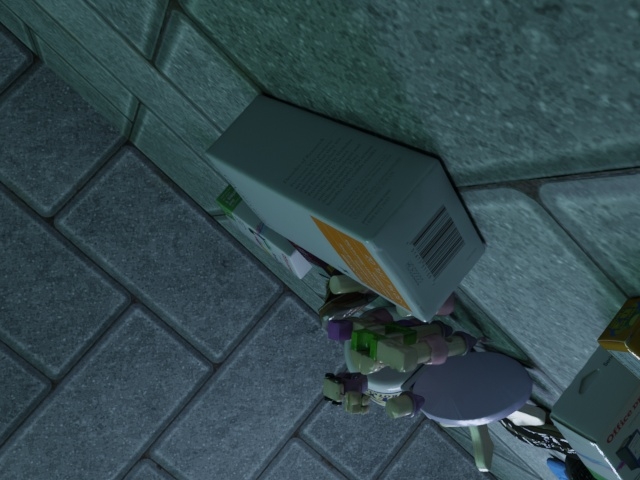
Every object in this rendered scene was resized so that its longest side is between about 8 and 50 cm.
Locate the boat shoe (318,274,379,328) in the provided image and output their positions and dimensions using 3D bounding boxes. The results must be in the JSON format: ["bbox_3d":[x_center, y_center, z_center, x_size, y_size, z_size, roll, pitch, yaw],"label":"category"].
[{"bbox_3d":[0.056,0.137,1.766,0.116,0.123,0.324,55,-163,6],"label":"boat shoe"}]

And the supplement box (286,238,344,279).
[{"bbox_3d":[0.000,0.000,1.673,0.188,0.104,0.080,48,166,-33],"label":"supplement box"}]

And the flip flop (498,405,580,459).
[{"bbox_3d":[0.540,0.445,1.679,0.277,0.080,0.112,10,146,41],"label":"flip flop"}]

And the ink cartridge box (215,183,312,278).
[{"bbox_3d":[-0.133,-0.039,1.939,0.278,0.117,0.201,37,168,18],"label":"ink cartridge box"}]

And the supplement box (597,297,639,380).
[{"bbox_3d":[0.460,0.171,0.854,0.233,0.078,0.080,42,172,-3],"label":"supplement box"}]

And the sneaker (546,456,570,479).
[{"bbox_3d":[0.742,0.723,2.041,0.209,0.082,0.069,35,170,35],"label":"sneaker"}]

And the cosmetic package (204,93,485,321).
[{"bbox_3d":[0.027,-0.070,1.165,0.453,0.161,0.230,30,165,46],"label":"cosmetic package"}]

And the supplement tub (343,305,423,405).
[{"bbox_3d":[0.203,0.340,1.968,0.235,0.235,0.325,36,168,24],"label":"supplement tub"}]

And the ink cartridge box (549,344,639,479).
[{"bbox_3d":[0.458,0.275,1.057,0.212,0.154,0.093,49,167,-33],"label":"ink cartridge box"}]

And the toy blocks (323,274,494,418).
[{"bbox_3d":[0.190,0.226,1.553,0.260,0.309,0.288,-4,-169,-38],"label":"toy blocks"}]

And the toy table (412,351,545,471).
[{"bbox_3d":[0.365,0.372,1.581,0.274,0.252,0.161,-1,139,43],"label":"toy table"}]

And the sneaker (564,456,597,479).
[{"bbox_3d":[0.698,0.621,1.746,0.286,0.109,0.130,46,174,-14],"label":"sneaker"}]

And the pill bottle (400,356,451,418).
[{"bbox_3d":[0.301,0.342,1.738,0.112,0.186,0.112,46,177,3],"label":"pill bottle"}]
